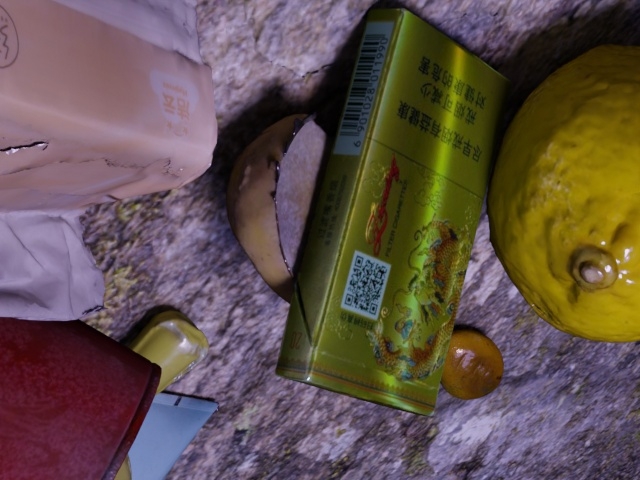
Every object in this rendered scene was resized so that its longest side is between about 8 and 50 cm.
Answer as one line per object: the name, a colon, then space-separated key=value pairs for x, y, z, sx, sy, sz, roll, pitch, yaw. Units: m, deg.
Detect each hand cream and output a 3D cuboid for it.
hand cream: x=-0.230 y=0.274 z=1.312 sx=0.111 sy=0.070 sz=0.312 roll=21 pitch=110 yaw=-44

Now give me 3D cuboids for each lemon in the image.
lemon: x=0.278 y=-0.043 z=1.131 sx=0.268 sy=0.268 sz=0.322 roll=-55 pitch=164 yaw=26

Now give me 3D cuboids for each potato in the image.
potato: x=0.000 y=0.000 z=1.090 sx=0.243 sy=0.098 sz=0.138 roll=39 pitch=66 yaw=-41

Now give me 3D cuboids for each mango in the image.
mango: x=0.167 y=0.140 z=1.436 sx=0.079 sy=0.057 sz=0.114 roll=-35 pitch=134 yaw=9

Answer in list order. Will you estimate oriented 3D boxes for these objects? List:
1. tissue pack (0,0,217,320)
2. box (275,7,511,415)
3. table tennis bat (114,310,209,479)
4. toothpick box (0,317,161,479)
tissue pack: x=-0.224 y=-0.068 z=0.698 sx=0.238 sy=0.238 sz=0.305 roll=-45 pitch=157 yaw=15
box: x=0.068 y=-0.019 z=1.059 sx=0.173 sy=0.043 sz=0.311 roll=22 pitch=79 yaw=-46
table tennis bat: x=-0.250 y=0.197 z=1.199 sx=0.368 sy=0.054 sz=0.224 roll=-44 pitch=126 yaw=12
toothpick box: x=-0.295 y=0.084 z=0.806 sx=0.333 sy=0.204 sz=0.204 roll=33 pitch=115 yaw=-9
